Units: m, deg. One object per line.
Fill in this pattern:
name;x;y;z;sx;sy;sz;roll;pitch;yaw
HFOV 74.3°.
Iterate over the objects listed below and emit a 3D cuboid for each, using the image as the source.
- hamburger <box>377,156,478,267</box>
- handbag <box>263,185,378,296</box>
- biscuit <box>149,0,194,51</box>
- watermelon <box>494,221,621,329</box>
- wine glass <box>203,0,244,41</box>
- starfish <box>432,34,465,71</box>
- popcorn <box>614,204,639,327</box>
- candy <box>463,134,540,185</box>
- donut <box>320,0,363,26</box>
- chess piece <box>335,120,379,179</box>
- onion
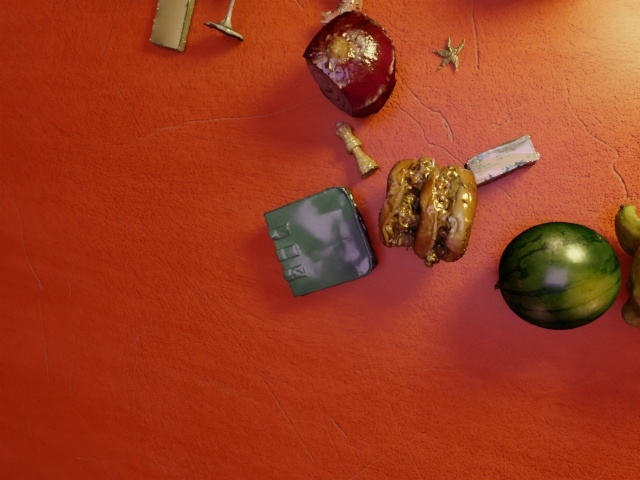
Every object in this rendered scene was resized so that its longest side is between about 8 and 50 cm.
hamburger;0.258;-0.061;1.024;0.211;0.245;0.261;11;68;15
handbag;0.003;-0.001;1.196;0.274;0.100;0.269;-23;90;21
biscuit;-0.464;-0.709;1.336;0.121;0.040;0.199;21;100;20
watermelon;0.520;0.077;0.937;0.242;0.242;0.242;2;95;20
wine glass;-0.243;-0.708;1.204;0.156;0.156;0.232;26;107;16
starfish;0.336;-0.474;1.078;0.092;0.016;0.086;-40;83;16
popcorn;0.745;0.054;0.852;0.325;0.321;0.290;34;123;32
candy;0.434;-0.190;1.024;0.160;0.092;0.073;-22;85;19
donut;0.061;-0.646;1.137;0.117;0.065;0.166;-2;95;21
chess piece;0.092;-0.255;1.164;0.060;0.060;0.172;-35;80;19
onion;0.097;-0.442;1.066;0.206;0.216;0.207;42;99;9
